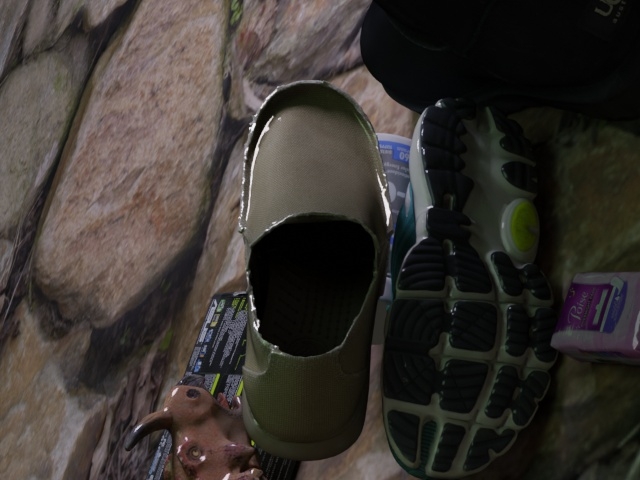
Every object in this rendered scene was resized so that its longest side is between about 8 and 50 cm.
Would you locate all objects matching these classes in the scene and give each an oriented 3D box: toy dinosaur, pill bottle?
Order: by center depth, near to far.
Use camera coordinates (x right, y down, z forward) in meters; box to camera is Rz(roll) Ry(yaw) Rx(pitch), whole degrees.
[{"bbox_3d":[-0.017,0.216,0.928,0.127,0.200,0.295,-59,25,13],"label":"toy dinosaur"},{"bbox_3d":[0.040,-0.001,1.163,0.078,0.078,0.137,-37,37,47],"label":"pill bottle"}]

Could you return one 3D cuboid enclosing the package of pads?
[{"bbox_3d":[0.168,0.043,0.919,0.083,0.032,0.050,-3,62,63],"label":"package of pads"}]

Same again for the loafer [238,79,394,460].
[{"bbox_3d":[0.000,0.000,1.007,0.092,0.102,0.268,100,170,-55],"label":"loafer"}]

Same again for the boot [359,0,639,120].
[{"bbox_3d":[-0.024,-0.229,1.053,0.367,0.445,0.146,6,73,65],"label":"boot"}]

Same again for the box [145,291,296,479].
[{"bbox_3d":[-0.063,0.131,1.296,0.184,0.045,0.190,-6,61,60],"label":"box"}]

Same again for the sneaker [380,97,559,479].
[{"bbox_3d":[0.088,0.038,1.043,0.110,0.107,0.275,113,170,-50],"label":"sneaker"}]
